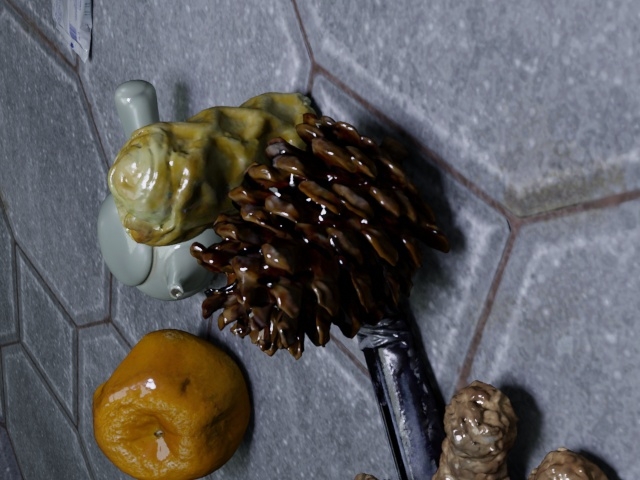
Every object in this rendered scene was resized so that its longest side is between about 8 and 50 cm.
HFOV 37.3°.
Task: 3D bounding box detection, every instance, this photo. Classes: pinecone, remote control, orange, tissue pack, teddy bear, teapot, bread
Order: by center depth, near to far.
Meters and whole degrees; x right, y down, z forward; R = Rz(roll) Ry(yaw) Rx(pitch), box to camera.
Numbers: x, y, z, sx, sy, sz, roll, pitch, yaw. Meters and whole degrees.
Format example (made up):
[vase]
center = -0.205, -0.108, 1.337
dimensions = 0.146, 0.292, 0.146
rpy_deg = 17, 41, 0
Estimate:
[teddy bear]
center = 0.122, 0.311, 0.941
dimensions = 0.246, 0.223, 0.296
rpy_deg = 38, 140, 24
[pinecone]
center = 0.000, 0.000, 0.972
dimensions = 0.224, 0.272, 0.224
rpy_deg = 35, 163, 13
[bread]
center = -0.116, -0.080, 1.074
dimensions = 0.130, 0.268, 0.152
rpy_deg = 36, 131, 34
[remote control]
center = 0.087, 0.174, 1.079
dimensions = 0.090, 0.066, 0.265
rpy_deg = -21, 88, 55
[teapot]
center = -0.246, -0.064, 1.368
dimensions = 0.220, 0.149, 0.318
rpy_deg = -3, 99, 51
[orange]
center = -0.219, 0.250, 1.457
dimensions = 0.183, 0.249, 0.248
rpy_deg = -77, -11, -58
[tissue pack]
center = -0.405, -0.401, 1.543
dimensions = 0.122, 0.026, 0.193
rpy_deg = 46, 139, 32

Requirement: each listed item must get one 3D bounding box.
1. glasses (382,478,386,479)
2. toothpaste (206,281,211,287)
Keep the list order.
[glasses]
center = 0.152, 0.435, 1.146
dimensions = 0.268, 0.118, 0.234
rpy_deg = 11, 114, 31
[toothpaste]
center = -0.204, 0.061, 1.486
dimensions = 0.140, 0.021, 0.037
rpy_deg = 1, 100, 57
